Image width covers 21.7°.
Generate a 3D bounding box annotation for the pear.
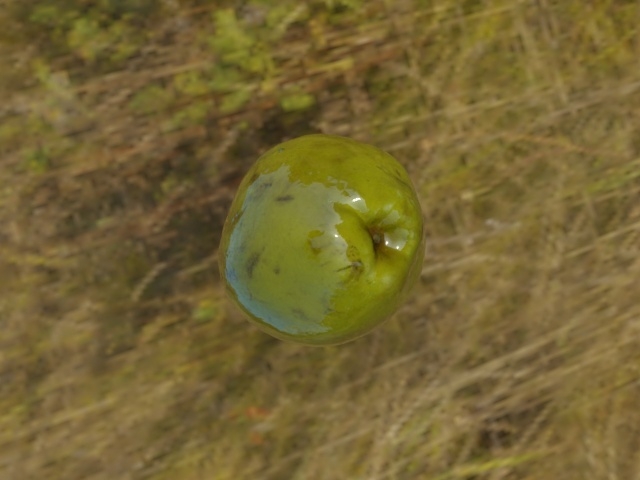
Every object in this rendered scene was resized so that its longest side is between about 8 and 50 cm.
[{"bbox_3d":[0.000,0.000,0.839,0.131,0.107,0.107,2,107,66],"label":"pear"}]
